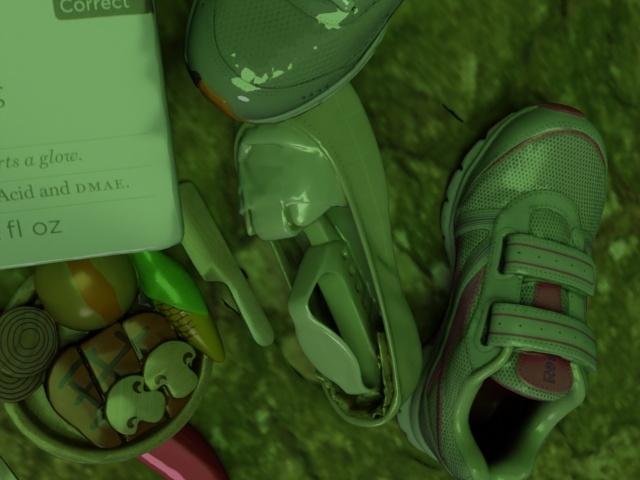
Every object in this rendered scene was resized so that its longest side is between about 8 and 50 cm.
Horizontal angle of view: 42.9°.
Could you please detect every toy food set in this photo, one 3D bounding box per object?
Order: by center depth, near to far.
[{"bbox_3d":[-0.119,0.061,0.452,0.192,0.038,0.132,-35,104,-20],"label":"toy food set"}]

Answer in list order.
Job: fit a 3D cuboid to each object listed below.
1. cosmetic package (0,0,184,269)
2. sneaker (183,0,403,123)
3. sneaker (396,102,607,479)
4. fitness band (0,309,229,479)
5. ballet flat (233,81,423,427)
[{"bbox_3d":[-0.151,-0.093,0.378,0.151,0.151,0.184,-9,108,-11],"label":"cosmetic package"},{"bbox_3d":[0.033,-0.169,0.384,0.099,0.121,0.262,41,80,-5],"label":"sneaker"},{"bbox_3d":[0.127,0.044,0.499,0.103,0.111,0.252,7,104,-14],"label":"sneaker"},{"bbox_3d":[-0.185,0.167,0.500,0.291,0.054,0.209,41,94,-21],"label":"fitness band"},{"bbox_3d":[0.000,0.000,0.466,0.086,0.086,0.248,-23,109,-5],"label":"ballet flat"}]
